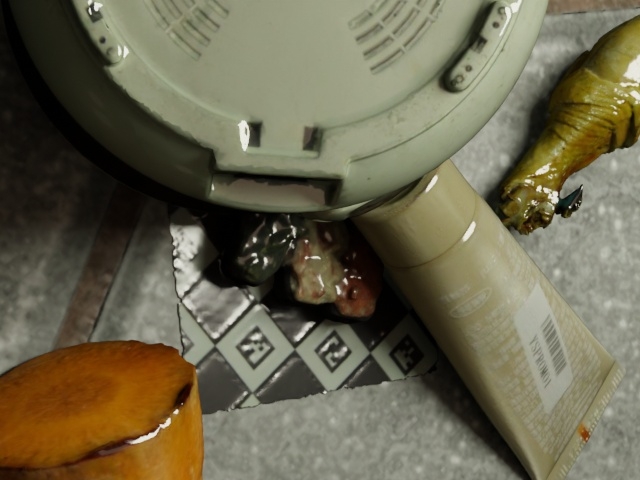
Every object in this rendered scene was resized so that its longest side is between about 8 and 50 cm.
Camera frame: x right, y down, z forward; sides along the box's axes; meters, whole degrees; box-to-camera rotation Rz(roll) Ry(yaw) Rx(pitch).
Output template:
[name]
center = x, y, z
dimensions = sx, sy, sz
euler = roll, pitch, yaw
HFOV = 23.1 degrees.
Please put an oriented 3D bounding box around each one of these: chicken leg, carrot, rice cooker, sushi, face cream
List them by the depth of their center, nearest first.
[rice cooker]
center = -0.036, -0.169, 0.970
dimensions = 0.335, 0.325, 0.335
euler = 0, 90, -11
[carrot]
center = -0.130, 0.195, 1.016
dimensions = 0.159, 0.159, 0.225
euler = -25, 110, -29
[sushi]
center = 0.000, 0.000, 1.147
dimensions = 0.220, 0.047, 0.231
euler = -7, 92, -30
[face cream]
center = 0.135, 0.059, 1.195
dimensions = 0.137, 0.084, 0.341
euler = -56, 130, -21
[chicken leg]
center = 0.217, -0.093, 1.257
dimensions = 0.088, 0.103, 0.227
euler = 39, 90, -18
